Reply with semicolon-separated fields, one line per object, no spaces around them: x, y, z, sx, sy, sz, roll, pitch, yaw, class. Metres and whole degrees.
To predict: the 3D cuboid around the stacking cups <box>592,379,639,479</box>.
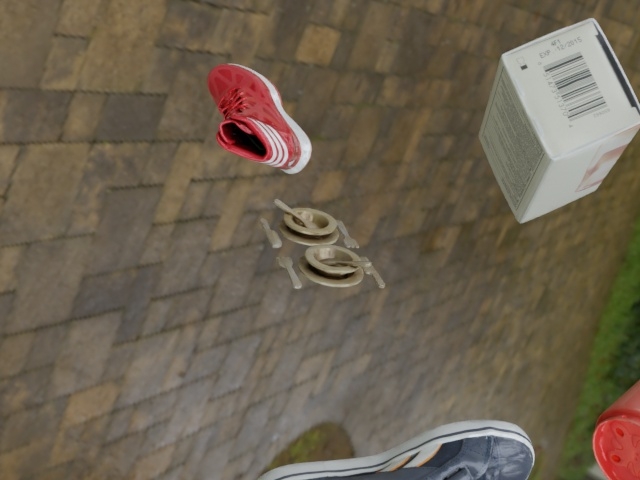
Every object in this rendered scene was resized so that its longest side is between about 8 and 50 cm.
0.290;0.056;0.675;0.316;0.096;0.096;-33;145;-34;stacking cups

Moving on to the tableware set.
0.000;0.000;1.480;0.128;0.194;0.039;0;119;-20;tableware set

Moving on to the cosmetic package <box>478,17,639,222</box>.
0.302;-0.145;1.429;0.129;0.153;0.296;-23;168;-3;cosmetic package

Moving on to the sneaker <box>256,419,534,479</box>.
0.091;0.291;1.180;0.321;0.127;0.126;-13;124;-9;sneaker

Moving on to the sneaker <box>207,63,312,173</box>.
-0.113;-0.188;1.566;0.087;0.221;0.128;-55;151;16;sneaker
